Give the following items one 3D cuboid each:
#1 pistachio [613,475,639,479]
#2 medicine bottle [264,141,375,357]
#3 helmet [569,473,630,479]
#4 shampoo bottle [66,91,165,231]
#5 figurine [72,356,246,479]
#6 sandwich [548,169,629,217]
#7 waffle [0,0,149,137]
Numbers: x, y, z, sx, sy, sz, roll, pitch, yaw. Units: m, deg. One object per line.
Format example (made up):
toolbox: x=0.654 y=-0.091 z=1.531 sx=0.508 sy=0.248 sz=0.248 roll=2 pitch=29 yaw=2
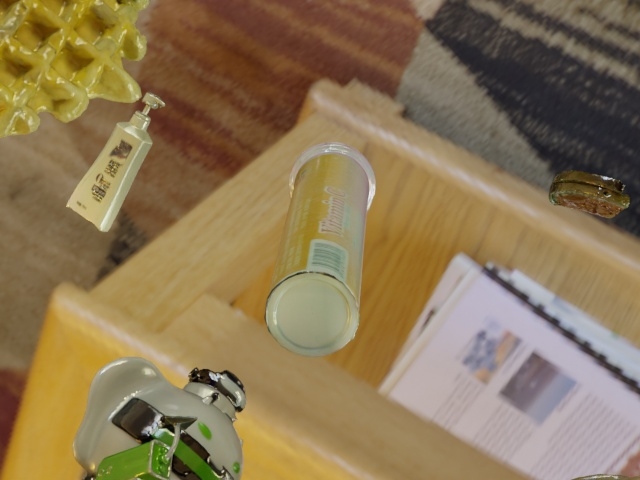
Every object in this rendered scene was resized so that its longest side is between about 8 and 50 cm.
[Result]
pistachio: x=0.146 y=0.219 z=0.692 sx=0.135 sy=0.226 sz=0.136 roll=11 pitch=153 yaw=5
medicine bottle: x=0.000 y=0.000 z=1.584 sx=0.108 sy=0.426 sz=0.108 roll=1 pitch=109 yaw=4
helmet: x=0.264 y=0.317 z=1.142 sx=0.257 sy=0.140 sz=0.205 roll=34 pitch=116 yaw=-20
shampoo bottle: x=-0.192 y=-0.080 z=1.386 sx=0.049 sy=0.034 sz=0.141 roll=37 pitch=102 yaw=35
figurine: x=-0.107 y=0.157 z=0.886 sx=0.126 sy=0.192 sz=0.147 roll=13 pitch=148 yaw=38
sandwich: x=0.283 y=-0.047 z=1.528 sx=0.101 sy=0.026 sz=0.069 roll=15 pitch=159 yaw=35
waffle: x=-0.250 y=-0.210 z=1.143 sx=0.056 sy=0.250 sz=0.261 roll=-20 pitch=80 yaw=51
